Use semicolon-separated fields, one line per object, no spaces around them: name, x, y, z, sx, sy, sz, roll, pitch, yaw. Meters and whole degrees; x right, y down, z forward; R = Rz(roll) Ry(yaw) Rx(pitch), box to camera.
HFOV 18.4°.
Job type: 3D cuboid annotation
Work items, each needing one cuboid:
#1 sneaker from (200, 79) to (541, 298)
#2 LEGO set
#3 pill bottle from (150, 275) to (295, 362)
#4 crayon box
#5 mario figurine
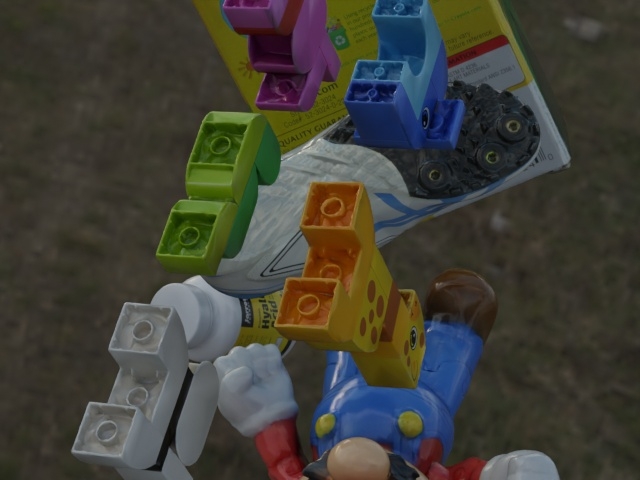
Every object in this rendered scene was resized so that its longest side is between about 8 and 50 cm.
sneaker;0.028;-0.031;1.230;0.086;0.237;0.085;34;37;-63
LEGO set;0.000;0.000;0.703;0.087;0.093;0.227;4;58;23
pill bottle;-0.072;0.058;1.455;0.065;0.065;0.116;35;16;31
crayon box;0.031;-0.165;1.443;0.202;0.318;0.081;-21;24;13
mario figurine;0.040;0.121;1.260;0.170;0.198;0.320;42;32;-22
